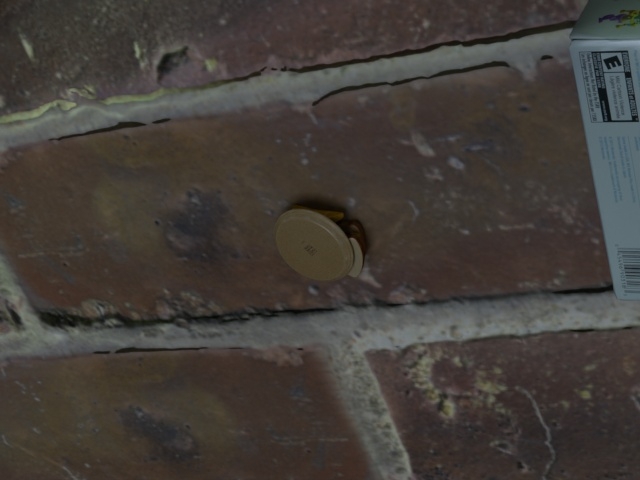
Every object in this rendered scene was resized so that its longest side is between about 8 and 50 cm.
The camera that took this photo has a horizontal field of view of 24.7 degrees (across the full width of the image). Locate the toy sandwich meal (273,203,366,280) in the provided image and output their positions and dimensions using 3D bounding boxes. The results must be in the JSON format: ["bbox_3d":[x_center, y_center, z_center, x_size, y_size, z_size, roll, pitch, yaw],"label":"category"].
[{"bbox_3d":[0.000,0.000,1.267,0.085,0.029,0.085,18,134,20],"label":"toy sandwich meal"}]

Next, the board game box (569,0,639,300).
[{"bbox_3d":[0.341,-0.068,0.989,0.303,0.097,0.224,3,128,27],"label":"board game box"}]
